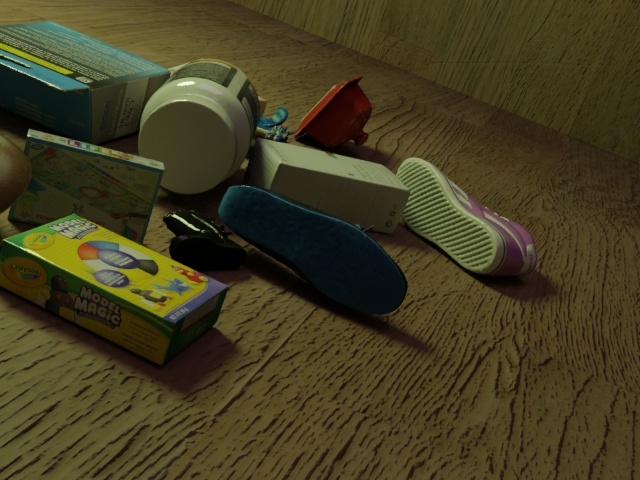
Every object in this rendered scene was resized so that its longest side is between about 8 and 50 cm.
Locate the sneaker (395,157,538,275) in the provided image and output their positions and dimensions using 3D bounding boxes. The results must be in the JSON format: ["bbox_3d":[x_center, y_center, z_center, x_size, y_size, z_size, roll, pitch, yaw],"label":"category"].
[{"bbox_3d":[0.242,-0.030,1.496,0.161,0.102,0.282,8,33,-41],"label":"sneaker"}]

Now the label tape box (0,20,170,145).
[{"bbox_3d":[-0.412,-0.240,1.381,0.241,0.105,0.334,23,20,10],"label":"label tape box"}]

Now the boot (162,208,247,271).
[{"bbox_3d":[-0.156,-0.005,1.097,0.099,0.045,0.121,38,19,36],"label":"boot"}]

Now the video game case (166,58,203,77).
[{"bbox_3d":[-0.261,-0.294,1.705,0.143,0.019,0.157,-21,34,-16],"label":"video game case"}]

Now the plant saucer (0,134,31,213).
[{"bbox_3d":[-0.401,-0.072,0.930,0.199,0.036,0.198,0,39,0],"label":"plant saucer"}]

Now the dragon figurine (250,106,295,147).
[{"bbox_3d":[-0.111,-0.202,1.608,0.144,0.085,0.289,18,20,-7],"label":"dragon figurine"}]

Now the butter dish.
[{"bbox_3d":[0.047,-0.238,1.817,0.118,0.160,0.160,45,21,1],"label":"butter dish"}]

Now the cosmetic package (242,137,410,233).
[{"bbox_3d":[0.009,-0.085,1.418,0.231,0.085,0.117,11,21,-28],"label":"cosmetic package"}]

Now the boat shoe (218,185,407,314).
[{"bbox_3d":[0.000,0.000,1.132,0.258,0.109,0.089,36,5,12],"label":"boat shoe"}]

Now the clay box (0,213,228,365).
[{"bbox_3d":[-0.219,0.037,0.909,0.222,0.053,0.127,25,19,10],"label":"clay box"}]

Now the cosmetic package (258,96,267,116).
[{"bbox_3d":[-0.171,-0.287,1.842,0.115,0.041,0.060,32,23,30],"label":"cosmetic package"}]

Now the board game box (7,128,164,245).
[{"bbox_3d":[-0.267,-0.057,1.038,0.154,0.103,0.026,14,20,-19],"label":"board game box"}]

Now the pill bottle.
[{"bbox_3d":[-0.177,-0.170,1.339,0.162,0.162,0.278,18,19,-5],"label":"pill bottle"}]
